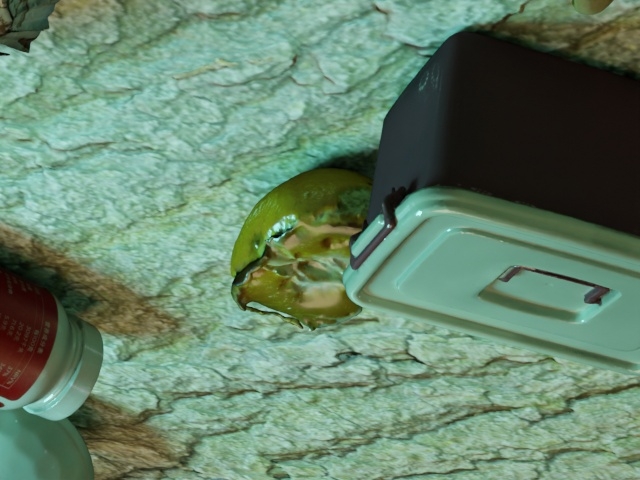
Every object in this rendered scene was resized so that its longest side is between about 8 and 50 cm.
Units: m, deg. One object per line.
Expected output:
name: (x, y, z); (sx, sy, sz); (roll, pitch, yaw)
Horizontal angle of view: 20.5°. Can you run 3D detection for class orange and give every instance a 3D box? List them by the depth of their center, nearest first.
orange: (0.000, 0.000, 1.495); (0.170, 0.112, 0.160); (-14, 143, -9)

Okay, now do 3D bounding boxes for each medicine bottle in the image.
medicine bottle: (-0.338, 0.082, 1.712); (0.131, 0.131, 0.250); (-19, 144, 40)

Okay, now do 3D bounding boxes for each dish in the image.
dish: (-0.406, 0.287, 2.019); (0.303, 0.120, 0.303); (5, 125, 7)

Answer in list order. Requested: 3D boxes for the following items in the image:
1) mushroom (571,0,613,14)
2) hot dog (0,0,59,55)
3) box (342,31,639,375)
mushroom: (0.071, -0.196, 1.092); (0.247, 0.096, 0.108); (6, 113, 20)
hot dog: (-0.309, -0.190, 1.227); (0.270, 0.082, 0.162); (-1, 144, 24)
box: (0.176, -0.028, 1.336); (0.294, 0.167, 0.193); (15, 154, -15)
